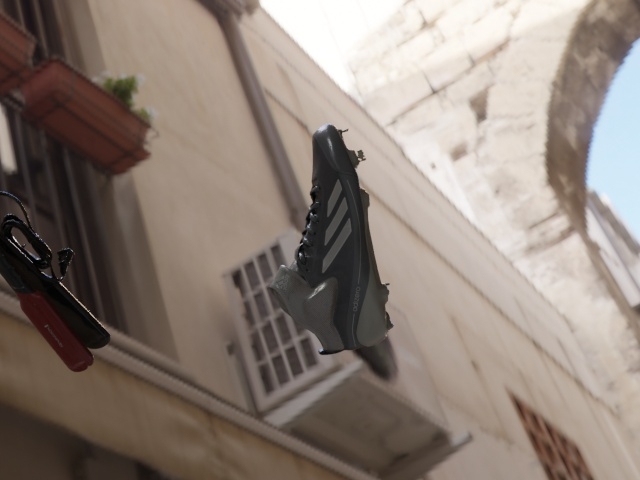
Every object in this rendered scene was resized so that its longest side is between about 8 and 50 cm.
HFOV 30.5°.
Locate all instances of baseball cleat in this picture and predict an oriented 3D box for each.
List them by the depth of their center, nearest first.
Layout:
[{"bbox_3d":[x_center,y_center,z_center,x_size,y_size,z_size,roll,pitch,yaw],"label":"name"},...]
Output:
[{"bbox_3d":[0.000,0.000,1.058,0.109,0.206,0.072,-13,-6,-8],"label":"baseball cleat"}]

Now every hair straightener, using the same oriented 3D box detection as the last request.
[{"bbox_3d":[-0.309,0.032,1.266,0.047,0.089,0.230,-33,-77,35],"label":"hair straightener"}]
